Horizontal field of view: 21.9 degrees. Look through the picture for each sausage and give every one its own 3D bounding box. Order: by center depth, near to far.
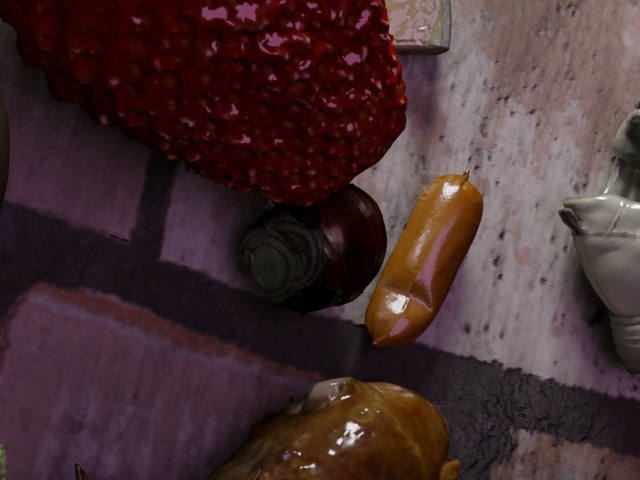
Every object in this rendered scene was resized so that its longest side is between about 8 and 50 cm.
[{"bbox_3d":[0.091,0.019,1.440,0.062,0.054,0.183,22,75,9],"label":"sausage"}]

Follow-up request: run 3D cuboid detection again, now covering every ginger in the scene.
[{"bbox_3d":[-0.075,0.233,1.263,0.418,0.176,0.254,-42,111,-18],"label":"ginger"}]

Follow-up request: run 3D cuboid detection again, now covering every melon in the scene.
[{"bbox_3d":[0.069,-0.252,1.465,0.098,0.054,0.182,3,83,-13],"label":"melon"}]

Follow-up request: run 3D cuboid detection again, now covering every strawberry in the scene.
[{"bbox_3d":[-0.059,-0.192,1.261,0.351,0.267,0.312,43,46,-24],"label":"strawberry"}]

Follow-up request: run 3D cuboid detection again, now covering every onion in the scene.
[{"bbox_3d":[0.000,0.000,1.360,0.118,0.117,0.118,20,63,-45],"label":"onion"}]

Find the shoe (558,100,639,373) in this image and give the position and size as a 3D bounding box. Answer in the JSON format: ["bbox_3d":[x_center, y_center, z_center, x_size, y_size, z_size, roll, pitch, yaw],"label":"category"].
[{"bbox_3d":[0.365,-0.052,1.547,0.342,0.132,0.210,-40,106,-22],"label":"shoe"}]

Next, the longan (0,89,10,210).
[{"bbox_3d":[-0.326,-0.074,1.092,0.243,0.300,0.300,4,83,-18],"label":"longan"}]

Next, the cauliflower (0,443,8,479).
[{"bbox_3d":[-0.320,0.233,1.086,0.275,0.250,0.272,-14,90,6],"label":"cauliflower"}]
